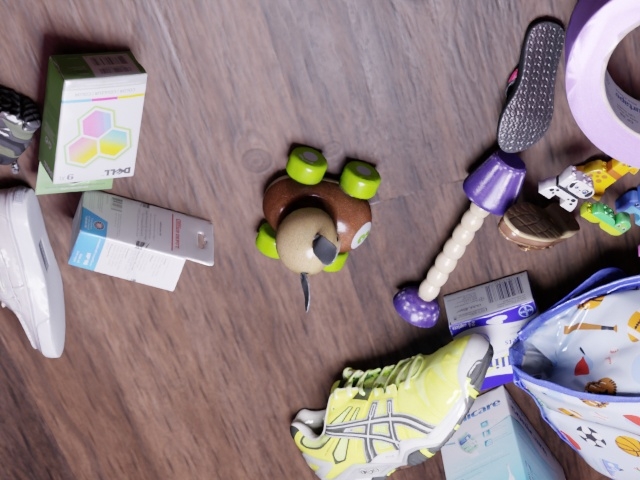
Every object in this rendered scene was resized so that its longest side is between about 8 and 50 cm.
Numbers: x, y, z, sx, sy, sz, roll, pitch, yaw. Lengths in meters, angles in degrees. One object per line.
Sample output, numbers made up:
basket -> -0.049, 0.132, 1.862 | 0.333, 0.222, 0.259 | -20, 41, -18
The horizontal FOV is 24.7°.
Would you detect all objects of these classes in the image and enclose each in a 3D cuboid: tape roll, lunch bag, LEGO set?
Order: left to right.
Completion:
LEGO set -> 0.404, -0.064, 1.935 | 0.227, 0.087, 0.093 | 29, 134, -23
lunch bag -> 0.487, 0.192, 2.001 | 0.385, 0.239, 0.328 | -14, 142, 26
tape roll -> 0.440, -0.220, 1.798 | 0.274, 0.090, 0.275 | 4, 126, 5

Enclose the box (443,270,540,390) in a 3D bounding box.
box -> 0.255, 0.131, 2.074 | 0.126, 0.072, 0.137 | -18, 126, 8

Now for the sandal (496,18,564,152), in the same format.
sandal -> 0.268, -0.198, 1.866 | 0.067, 0.040, 0.179 | 7, 110, -17

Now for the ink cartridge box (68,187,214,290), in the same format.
ink cartridge box -> -0.234, 0.003, 1.920 | 0.180, 0.104, 0.060 | 16, 123, -15

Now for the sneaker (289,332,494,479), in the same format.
sneaker -> 0.092, 0.239, 2.062 | 0.147, 0.145, 0.384 | 41, 127, -7

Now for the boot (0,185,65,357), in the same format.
boot -> -0.422, 0.046, 1.955 | 0.123, 0.095, 0.258 | -5, 118, 6

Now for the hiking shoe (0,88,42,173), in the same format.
hiking shoe -> -0.467, -0.144, 1.806 | 0.227, 0.086, 0.114 | 17, 119, -17

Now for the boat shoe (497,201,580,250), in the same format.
boat shoe -> 0.282, -0.010, 1.935 | 0.060, 0.064, 0.178 | -45, 159, 27

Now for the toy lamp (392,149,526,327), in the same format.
toy lamp -> 0.190, -0.005, 1.971 | 0.080, 0.080, 0.275 | 20, 124, -18

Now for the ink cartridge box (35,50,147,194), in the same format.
ink cartridge box -> -0.288, -0.130, 1.825 | 0.109, 0.062, 0.209 | -8, 130, -29

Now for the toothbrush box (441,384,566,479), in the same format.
toothbrush box -> 0.285, 0.394, 2.129 | 0.126, 0.295, 0.216 | -27, 124, 16

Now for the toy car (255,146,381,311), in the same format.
toy car -> 0.000, 0.000, 1.886 | 0.149, 0.188, 0.155 | 14, 123, -14
